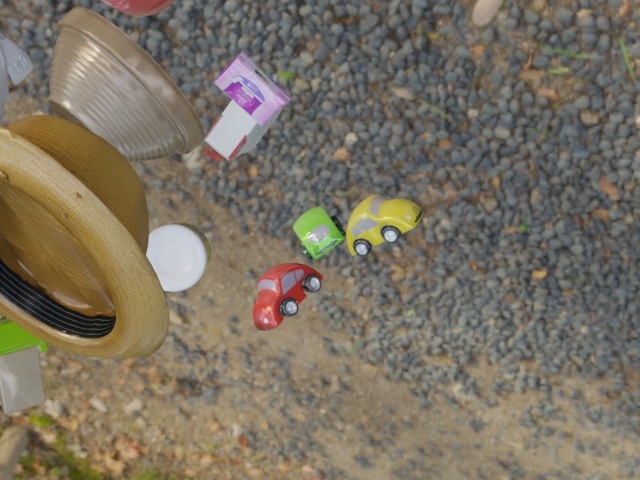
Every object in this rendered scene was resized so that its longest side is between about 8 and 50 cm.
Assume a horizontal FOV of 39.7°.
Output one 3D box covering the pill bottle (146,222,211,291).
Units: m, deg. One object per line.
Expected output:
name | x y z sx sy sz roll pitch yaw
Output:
pill bottle | -0.262 0.026 1.629 0.119 0.119 0.208 23 -179 -5

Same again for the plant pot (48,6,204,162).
plant pot | -0.274 -0.178 1.159 0.237 0.110 0.237 39 166 11

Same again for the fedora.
fedora | -0.159 -0.012 0.539 0.194 0.079 0.194 18 139 16

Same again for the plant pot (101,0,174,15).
plant pot | -0.245 -0.525 1.385 0.243 0.275 0.275 -15 132 40

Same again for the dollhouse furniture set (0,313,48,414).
dollhouse furniture set | -0.550 0.188 1.300 0.301 0.197 0.151 4 105 46

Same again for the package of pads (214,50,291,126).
package of pads | -0.082 -0.182 1.070 0.083 0.032 0.050 41 122 -14

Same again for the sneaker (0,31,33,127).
sneaker | -0.536 -0.197 1.420 0.137 0.210 0.366 -11 112 27

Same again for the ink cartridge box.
ink cartridge box | -0.164 -0.252 1.907 0.072 0.175 0.127 39 106 1

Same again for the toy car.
toy car | 0.000 0.000 1.103 0.239 0.225 0.053 -35 106 1
